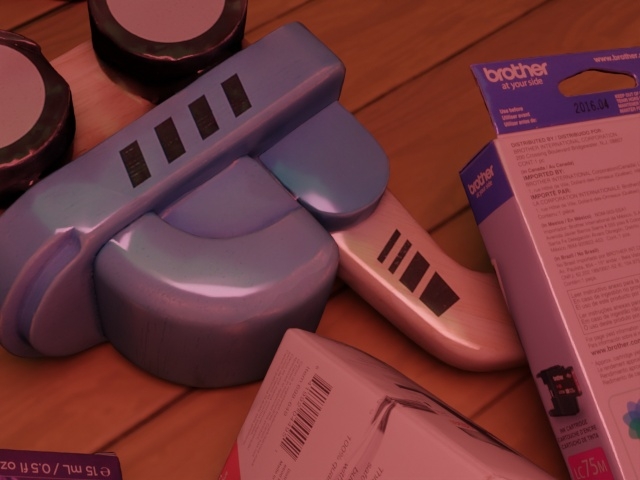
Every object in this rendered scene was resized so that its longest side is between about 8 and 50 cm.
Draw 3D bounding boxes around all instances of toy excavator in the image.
[{"bbox_3d":[0.000,0.000,0.695,0.433,0.222,0.445,-37,76,-23],"label":"toy excavator"}]

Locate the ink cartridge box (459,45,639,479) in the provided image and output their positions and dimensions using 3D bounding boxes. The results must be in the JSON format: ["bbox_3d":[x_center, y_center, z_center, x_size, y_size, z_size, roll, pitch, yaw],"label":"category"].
[{"bbox_3d":[0.209,0.026,0.615,0.185,0.065,0.311,-11,75,-22],"label":"ink cartridge box"}]

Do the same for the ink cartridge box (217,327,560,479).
[{"bbox_3d":[0.031,0.161,0.525,0.218,0.092,0.159,29,94,61],"label":"ink cartridge box"}]

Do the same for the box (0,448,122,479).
[{"bbox_3d":[-0.182,0.228,0.528,0.153,0.108,0.207,14,44,-42],"label":"box"}]
